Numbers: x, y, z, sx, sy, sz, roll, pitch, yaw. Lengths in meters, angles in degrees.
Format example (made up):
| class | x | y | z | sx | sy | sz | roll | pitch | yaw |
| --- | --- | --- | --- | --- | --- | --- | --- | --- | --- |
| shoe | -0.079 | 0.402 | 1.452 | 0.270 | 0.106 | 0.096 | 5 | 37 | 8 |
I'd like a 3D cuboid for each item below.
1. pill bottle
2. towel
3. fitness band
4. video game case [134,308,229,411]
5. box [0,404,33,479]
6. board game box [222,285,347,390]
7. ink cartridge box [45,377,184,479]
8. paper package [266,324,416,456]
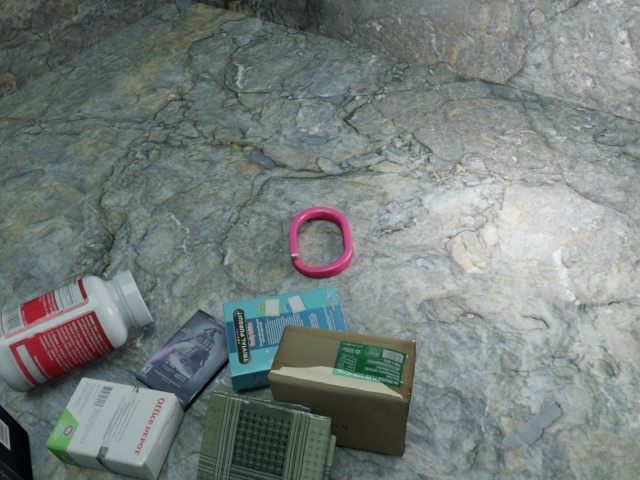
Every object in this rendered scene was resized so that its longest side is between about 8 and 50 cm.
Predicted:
| class | x | y | z | sx | sy | sz | roll | pitch | yaw |
| --- | --- | --- | --- | --- | --- | --- | --- | --- | --- |
| pill bottle | -0.707 | 0.243 | 1.702 | 0.408 | 0.229 | 0.229 | -25 | 49 | -16 |
| towel | -0.132 | 0.525 | 1.374 | 0.312 | 0.056 | 0.324 | 9 | 91 | 16 |
| fitness band | 0.000 | 0.000 | 1.973 | 0.209 | 0.054 | 0.290 | -6 | 47 | 0 |
| video game case | -0.369 | 0.337 | 1.716 | 0.196 | 0.026 | 0.274 | 24 | 55 | 26 |
| box | -0.904 | 0.514 | 1.389 | 0.313 | 0.343 | 0.179 | -21 | 49 | -12 |
| board game box | -0.097 | 0.272 | 1.690 | 0.336 | 0.079 | 0.253 | -8 | 46 | -8 |
| ink cartridge box | -0.520 | 0.483 | 1.530 | 0.273 | 0.114 | 0.198 | 7 | 48 | 13 |
| paper package | 0.057 | 0.365 | 1.443 | 0.325 | 0.309 | 0.168 | 7 | 49 | 12 |
